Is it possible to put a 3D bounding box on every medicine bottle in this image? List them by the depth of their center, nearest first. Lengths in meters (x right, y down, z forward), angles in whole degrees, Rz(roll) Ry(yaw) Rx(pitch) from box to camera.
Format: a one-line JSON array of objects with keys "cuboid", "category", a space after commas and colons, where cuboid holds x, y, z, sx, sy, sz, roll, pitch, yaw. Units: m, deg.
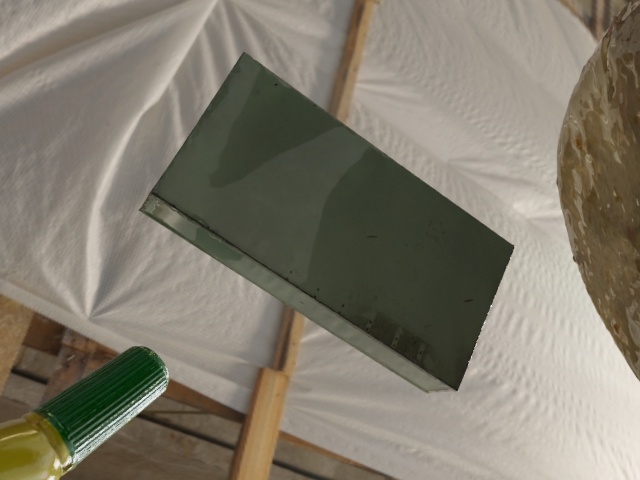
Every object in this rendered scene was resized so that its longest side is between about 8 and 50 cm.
[{"cuboid": [-0.215, 0.157, 0.487, 0.260, 0.064, 0.095, -36, -34, -45], "category": "medicine bottle"}]

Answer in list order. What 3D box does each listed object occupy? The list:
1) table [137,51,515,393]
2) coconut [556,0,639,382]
[{"cuboid": [0.000, 0.000, 0.508, 0.240, 0.111, 0.122, 34, -114, -12], "category": "table"}, {"cuboid": [0.338, -0.047, 0.371, 0.360, 0.346, 0.347, -15, -94, -2], "category": "coconut"}]
